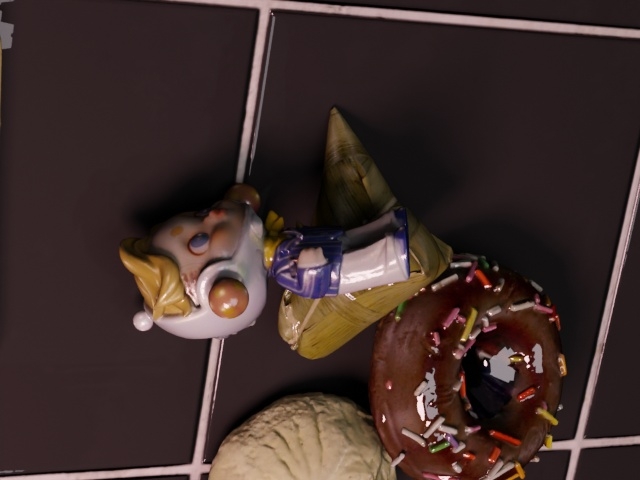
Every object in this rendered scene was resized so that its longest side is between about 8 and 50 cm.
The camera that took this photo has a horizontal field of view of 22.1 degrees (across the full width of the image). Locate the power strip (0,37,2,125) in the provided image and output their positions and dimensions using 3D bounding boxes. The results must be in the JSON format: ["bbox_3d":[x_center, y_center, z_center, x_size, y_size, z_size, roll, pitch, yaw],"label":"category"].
[{"bbox_3d":[-0.340,-0.008,1.495,0.092,0.066,0.387,-4,111,-24],"label":"power strip"}]

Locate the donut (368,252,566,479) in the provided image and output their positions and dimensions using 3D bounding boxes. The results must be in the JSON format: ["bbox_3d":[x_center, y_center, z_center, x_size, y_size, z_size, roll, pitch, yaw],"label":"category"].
[{"bbox_3d":[0.164,0.143,1.756,0.270,0.103,0.269,-2,94,-41],"label":"donut"}]

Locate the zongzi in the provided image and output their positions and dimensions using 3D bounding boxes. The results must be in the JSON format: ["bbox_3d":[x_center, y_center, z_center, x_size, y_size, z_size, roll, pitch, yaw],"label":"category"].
[{"bbox_3d":[-0.002,0.001,1.684,0.205,0.204,0.094,-38,172,24],"label":"zongzi"}]

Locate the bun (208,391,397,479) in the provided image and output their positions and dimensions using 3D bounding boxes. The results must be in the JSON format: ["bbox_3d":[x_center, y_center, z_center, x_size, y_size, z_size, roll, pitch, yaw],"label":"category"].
[{"bbox_3d":[-0.007,0.274,1.739,0.220,0.134,0.220,-10,110,-28],"label":"bun"}]

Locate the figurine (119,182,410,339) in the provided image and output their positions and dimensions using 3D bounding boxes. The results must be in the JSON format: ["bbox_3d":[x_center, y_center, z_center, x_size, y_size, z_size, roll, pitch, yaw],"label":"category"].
[{"bbox_3d":[-0.050,0.017,1.585,0.274,0.194,0.133,-18,124,-13],"label":"figurine"}]
